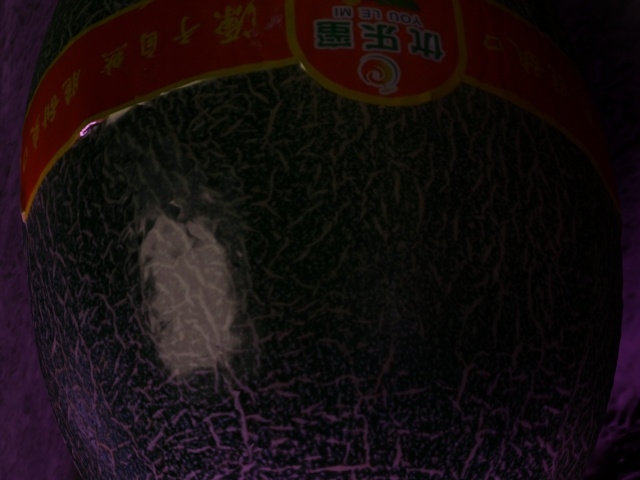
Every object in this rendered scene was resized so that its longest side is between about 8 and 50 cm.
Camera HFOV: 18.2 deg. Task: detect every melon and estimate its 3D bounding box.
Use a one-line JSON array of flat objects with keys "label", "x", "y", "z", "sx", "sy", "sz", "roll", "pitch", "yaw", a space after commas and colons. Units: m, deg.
[{"label": "melon", "x": 0.000, "y": 0.000, "z": 0.600, "sx": 0.182, "sy": 0.182, "sz": 0.287, "roll": -46, "pitch": 41, "yaw": 41}]
